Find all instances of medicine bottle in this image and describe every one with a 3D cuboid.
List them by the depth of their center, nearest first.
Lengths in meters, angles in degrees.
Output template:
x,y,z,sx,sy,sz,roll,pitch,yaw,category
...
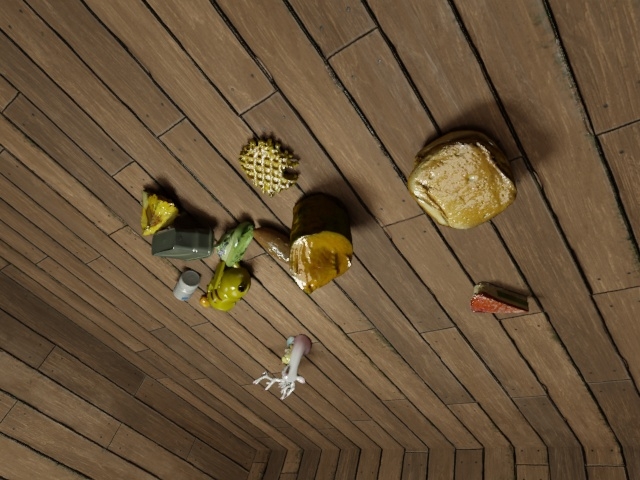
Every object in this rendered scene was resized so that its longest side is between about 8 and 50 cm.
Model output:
x,y,z,sx,sy,sz,roll,pitch,yaw,category
-0.697,0.235,2.311,0.105,0.105,0.168,31,136,-11,medicine bottle

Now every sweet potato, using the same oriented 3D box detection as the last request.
x,y,z,sx,sy,sz,roll,pitch,yaw,category
-0.131,0.057,1.927,0.385,0.109,0.109,36,135,-17,sweet potato

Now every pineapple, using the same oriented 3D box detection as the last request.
x,y,z,sx,sy,sz,roll,pitch,yaw,category
-0.710,-0.145,1.953,0.164,0.140,0.249,55,130,26,pineapple

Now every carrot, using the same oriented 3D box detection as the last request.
x,y,z,sx,sy,sz,roll,pitch,yaw,category
0.000,0.000,1.684,0.242,0.340,0.241,-1,141,-1,carrot

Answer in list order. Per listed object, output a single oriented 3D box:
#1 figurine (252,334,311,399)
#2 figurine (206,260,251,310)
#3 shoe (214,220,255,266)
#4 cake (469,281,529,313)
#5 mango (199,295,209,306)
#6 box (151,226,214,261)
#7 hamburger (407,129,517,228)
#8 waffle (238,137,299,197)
x,y,z,sx,sy,sz,roll,pitch,yaw,category
-0.180,0.710,2.451,0.206,0.315,0.284,43,134,-16,figurine
-0.444,0.211,2.159,0.169,0.218,0.327,2,147,-46,figurine
-0.384,0.016,1.949,0.128,0.140,0.262,26,134,0,shoe
0.719,0.229,1.796,0.221,0.086,0.116,-4,134,25,cake
-0.631,0.339,2.435,0.060,0.046,0.089,7,140,12,mango
-0.609,0.017,1.960,0.178,0.138,0.274,8,165,-43,box
0.450,-0.188,1.408,0.284,0.174,0.304,-28,119,37,hamburger
-0.195,-0.272,1.656,0.231,0.051,0.229,43,135,-21,waffle
